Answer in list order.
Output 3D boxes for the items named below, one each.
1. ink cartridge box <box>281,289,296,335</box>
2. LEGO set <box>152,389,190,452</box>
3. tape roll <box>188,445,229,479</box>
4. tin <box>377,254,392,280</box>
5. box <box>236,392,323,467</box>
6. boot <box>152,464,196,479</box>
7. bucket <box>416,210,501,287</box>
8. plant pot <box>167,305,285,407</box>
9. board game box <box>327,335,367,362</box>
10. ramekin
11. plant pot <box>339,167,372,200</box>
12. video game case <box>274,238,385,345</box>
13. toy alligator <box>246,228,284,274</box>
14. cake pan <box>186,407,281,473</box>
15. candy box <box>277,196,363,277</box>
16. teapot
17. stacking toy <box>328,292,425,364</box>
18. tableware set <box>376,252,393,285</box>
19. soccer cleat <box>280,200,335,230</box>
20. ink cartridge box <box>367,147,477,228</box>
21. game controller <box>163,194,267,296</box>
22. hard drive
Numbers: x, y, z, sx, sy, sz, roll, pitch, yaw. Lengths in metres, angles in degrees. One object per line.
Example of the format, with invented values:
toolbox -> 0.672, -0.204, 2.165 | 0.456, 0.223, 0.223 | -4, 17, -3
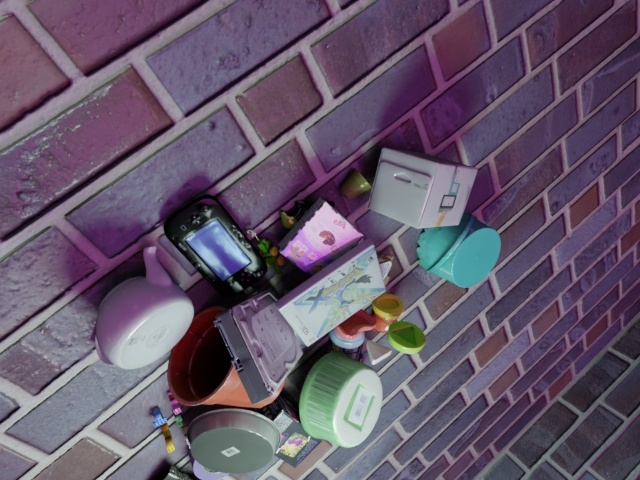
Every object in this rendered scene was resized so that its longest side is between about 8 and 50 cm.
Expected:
ink cartridge box -> -0.097, 0.233, 1.375 | 0.052, 0.088, 0.123 | 13, 105, -33
LEGO set -> -0.459, 0.592, 1.324 | 0.086, 0.093, 0.228 | -21, 122, -21
tape roll -> -0.351, 0.719, 1.458 | 0.188, 0.080, 0.189 | -13, 119, -25
tin -> 0.183, 0.109, 1.454 | 0.189, 0.040, 0.106 | -11, 123, -49
box -> -0.141, 0.648, 1.496 | 0.143, 0.165, 0.270 | -42, 127, -7
boot -> -0.495, 0.875, 1.450 | 0.228, 0.091, 0.263 | 33, 104, -26
bucket -> 0.519, 0.029, 1.590 | 0.280, 0.183, 0.282 | -13, 118, -25
plant pot -> -0.254, 0.370, 1.254 | 0.272, 0.272, 0.265 | -50, 135, -1
board game box -> 0.093, 0.438, 1.612 | 0.140, 0.048, 0.171 | 1, 111, -29
ramekin -> 0.083, 0.553, 1.470 | 0.303, 0.148, 0.304 | -6, 98, -46
plant pot -> 0.104, -0.168, 1.322 | 0.079, 0.083, 0.083 | -39, 127, 6
video game case -> 0.047, 0.172, 1.308 | 0.328, 0.036, 0.300 | -34, 144, -7
toy alligator -> -0.157, 0.023, 1.269 | 0.190, 0.056, 0.051 | 60, 34, -32
cake pan -> -0.268, 0.625, 1.304 | 0.292, 0.054, 0.294 | -1, 124, -1
candy box -> 0.000, 0.000, 1.249 | 0.164, 0.070, 0.196 | 40, 95, -20
teapot -> -0.468, 0.188, 1.082 | 0.256, 0.187, 0.253 | -40, 156, -29
stacking toy -> 0.197, 0.339, 1.496 | 0.308, 0.279, 0.131 | -10, 128, -28
tableware set -> 0.199, 0.110, 1.540 | 0.168, 0.020, 0.141 | 11, 106, -35
soccer cleat -> -0.036, -0.092, 1.280 | 0.178, 0.060, 0.073 | -23, 121, -17
ink cartridge box -> 0.320, -0.165, 1.328 | 0.269, 0.198, 0.198 | -5, 115, -47
game controller -> -0.283, 0.024, 1.180 | 0.166, 0.067, 0.319 | -39, 126, -9
hard drive -> -0.156, 0.267, 1.168 | 0.064, 0.339, 0.237 | -27, 87, 12
